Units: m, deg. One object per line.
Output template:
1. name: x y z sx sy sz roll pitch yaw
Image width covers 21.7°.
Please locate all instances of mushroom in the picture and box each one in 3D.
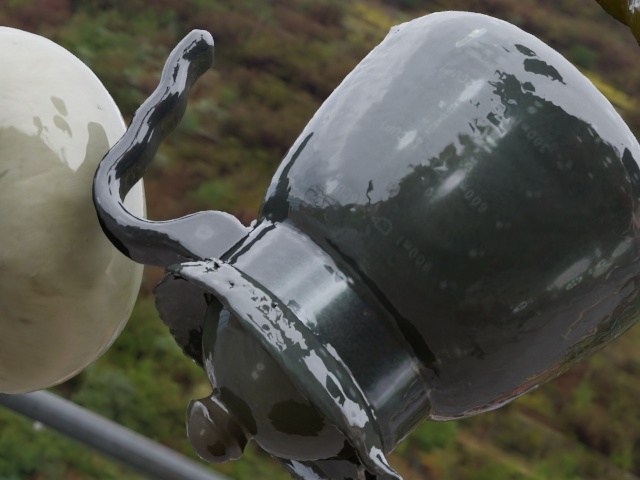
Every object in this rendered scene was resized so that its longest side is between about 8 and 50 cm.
1. mushroom: -0.227 -0.015 1.099 0.202 0.246 0.246 -19 29 -31

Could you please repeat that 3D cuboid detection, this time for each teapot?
1. teapot: 0.010 -0.001 0.955 0.305 0.285 0.223 50 -20 -3

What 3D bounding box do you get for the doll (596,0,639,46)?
1. doll: 0.158 -0.130 0.729 0.137 0.097 0.209 55 16 -13
